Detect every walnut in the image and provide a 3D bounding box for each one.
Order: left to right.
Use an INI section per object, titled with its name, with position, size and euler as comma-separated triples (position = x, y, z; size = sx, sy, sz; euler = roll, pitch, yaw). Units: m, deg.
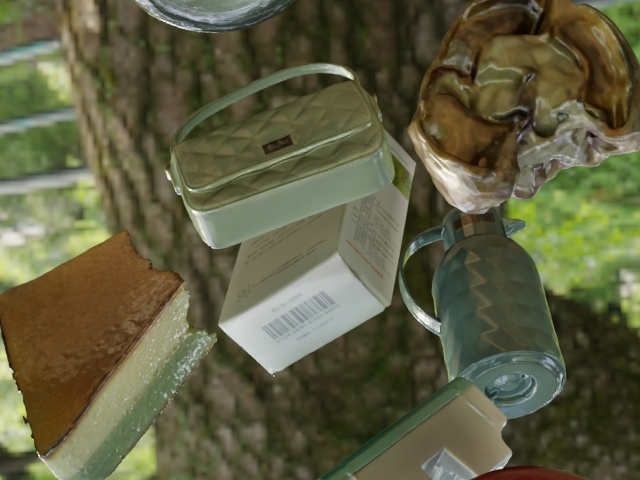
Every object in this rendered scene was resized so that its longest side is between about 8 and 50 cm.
[walnut]
position = 0.191, -0.133, 1.617
size = 0.238, 0.204, 0.141
euler = -21, 160, -13

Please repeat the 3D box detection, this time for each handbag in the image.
[handbag]
position = -0.053, -0.115, 1.863
size = 0.256, 0.219, 0.079
euler = -21, 136, -2

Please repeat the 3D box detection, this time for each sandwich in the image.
[sandwich]
position = -0.193, 0.112, 1.557
size = 0.186, 0.220, 0.108
euler = -26, 135, 1

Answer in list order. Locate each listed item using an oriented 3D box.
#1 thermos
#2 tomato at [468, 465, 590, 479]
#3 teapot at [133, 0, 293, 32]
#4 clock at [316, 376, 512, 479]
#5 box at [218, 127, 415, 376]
[thermos]
position = 0.199, 0.079, 2.088
size = 0.182, 0.286, 0.145
euler = -6, 139, -6
[tomato]
position = 0.221, 0.338, 1.500
size = 0.226, 0.298, 0.298
euler = -46, 155, 25
[teapot]
position = -0.134, -0.334, 1.694
size = 0.305, 0.223, 0.285
euler = -37, -159, 18
[clock]
position = 0.084, 0.302, 1.789
size = 0.116, 0.231, 0.262
euler = 39, -138, 22
[box]
position = 0.000, 0.000, 2.059
size = 0.200, 0.299, 0.106
euler = -32, 118, 30
